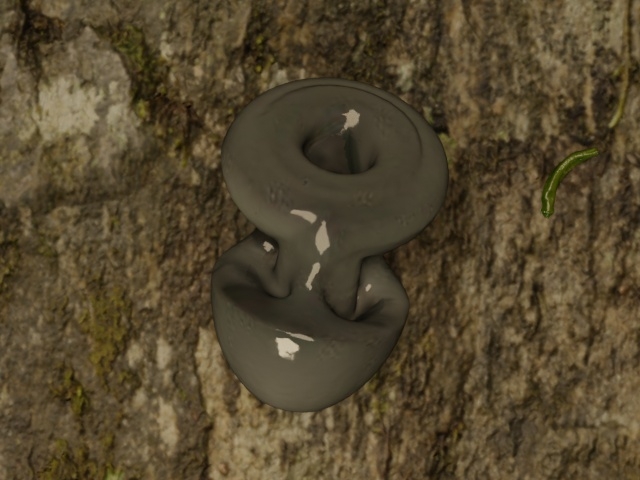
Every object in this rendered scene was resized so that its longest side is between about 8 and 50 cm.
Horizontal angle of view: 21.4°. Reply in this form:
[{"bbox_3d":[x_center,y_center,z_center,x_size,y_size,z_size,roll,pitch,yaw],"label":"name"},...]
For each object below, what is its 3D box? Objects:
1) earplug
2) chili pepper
[{"bbox_3d":[0.000,-0.003,1.580,0.214,0.175,0.326,11,76,2],"label":"earplug"},{"bbox_3d":[0.235,-0.059,1.627,0.030,0.017,0.083,32,91,8],"label":"chili pepper"}]
